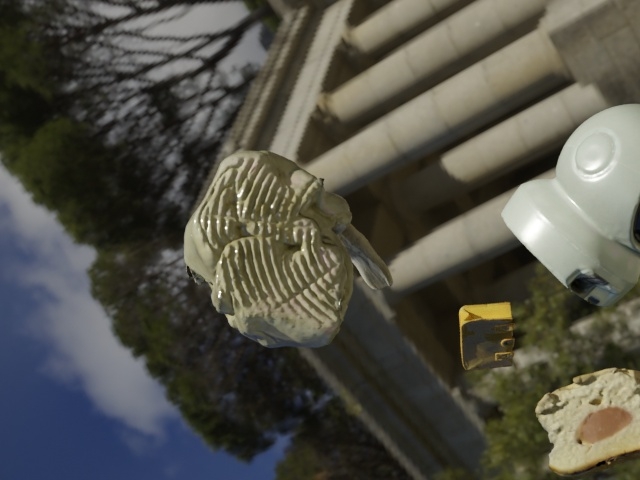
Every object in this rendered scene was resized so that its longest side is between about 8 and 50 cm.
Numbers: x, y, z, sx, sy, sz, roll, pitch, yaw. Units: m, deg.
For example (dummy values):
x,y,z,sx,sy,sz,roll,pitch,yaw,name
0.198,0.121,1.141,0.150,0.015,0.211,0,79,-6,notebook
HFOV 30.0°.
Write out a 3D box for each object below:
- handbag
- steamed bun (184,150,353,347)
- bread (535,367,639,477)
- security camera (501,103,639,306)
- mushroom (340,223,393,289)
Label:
x,y,z,sx,sy,sz,roll,pitch,yaw,name
0.187,0.109,1.339,0.027,0.061,0.083,-90,-8,-49,handbag
-0.083,0.023,1.927,0.206,0.275,0.320,136,128,-77,steamed bun
0.570,0.344,2.334,0.224,0.211,0.184,-9,-106,-29,bread
0.363,-0.059,1.464,0.194,0.236,0.194,38,-165,-12,security camera
0.072,0.017,2.354,0.202,0.059,0.054,49,-169,-14,mushroom
